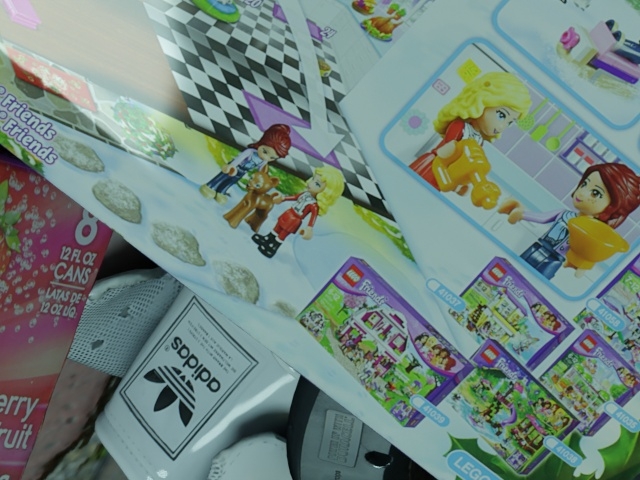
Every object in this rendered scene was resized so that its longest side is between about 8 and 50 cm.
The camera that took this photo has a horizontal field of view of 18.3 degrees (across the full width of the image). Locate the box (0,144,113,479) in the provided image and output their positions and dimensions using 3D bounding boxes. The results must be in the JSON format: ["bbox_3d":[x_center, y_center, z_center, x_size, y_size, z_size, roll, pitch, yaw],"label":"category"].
[{"bbox_3d":[-0.184,0.003,0.469,0.257,0.128,0.122,16,96,-57],"label":"box"}]

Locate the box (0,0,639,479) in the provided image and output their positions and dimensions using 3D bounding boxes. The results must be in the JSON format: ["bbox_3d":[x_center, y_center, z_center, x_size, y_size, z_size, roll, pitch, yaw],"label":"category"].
[{"bbox_3d":[0.018,-0.077,0.501,0.293,0.057,0.201,39,108,-15],"label":"box"}]

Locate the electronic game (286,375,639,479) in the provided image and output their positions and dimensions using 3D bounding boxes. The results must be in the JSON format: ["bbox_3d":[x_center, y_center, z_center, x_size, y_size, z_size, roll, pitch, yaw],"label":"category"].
[{"bbox_3d":[0.094,0.030,0.656,0.229,0.048,0.229,-21,143,-17],"label":"electronic game"}]

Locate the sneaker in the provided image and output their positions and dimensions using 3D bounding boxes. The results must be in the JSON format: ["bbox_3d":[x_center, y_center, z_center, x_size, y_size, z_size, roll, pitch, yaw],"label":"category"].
[{"bbox_3d":[0.000,0.000,0.697,0.210,0.137,0.366,-36,155,-8],"label":"sneaker"}]
